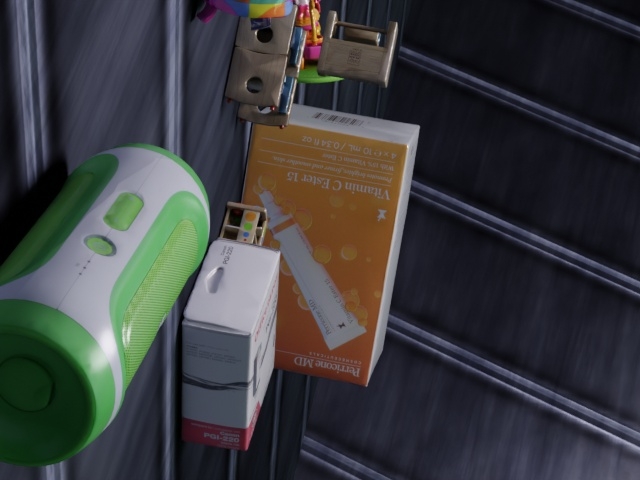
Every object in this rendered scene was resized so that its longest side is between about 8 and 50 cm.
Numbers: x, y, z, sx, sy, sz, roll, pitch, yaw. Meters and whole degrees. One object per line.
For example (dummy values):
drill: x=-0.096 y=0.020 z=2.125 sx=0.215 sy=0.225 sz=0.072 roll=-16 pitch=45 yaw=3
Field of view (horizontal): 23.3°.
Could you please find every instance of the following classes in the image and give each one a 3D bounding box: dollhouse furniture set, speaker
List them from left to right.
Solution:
speaker: x=-0.167 y=0.036 z=1.114 sx=0.296 sy=0.131 sz=0.131 roll=-68 pitch=167 yaw=-62
dollhouse furniture set: x=-0.007 y=-0.201 z=1.875 sx=0.129 sy=0.184 sz=0.128 roll=56 pitch=45 yaw=-81

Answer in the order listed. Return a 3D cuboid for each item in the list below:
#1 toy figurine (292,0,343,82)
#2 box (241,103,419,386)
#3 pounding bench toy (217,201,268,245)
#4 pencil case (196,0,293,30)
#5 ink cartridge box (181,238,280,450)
toy figurine: x=-0.016 y=-0.308 z=2.054 sx=0.173 sy=0.130 sz=0.159 roll=-120 pitch=-154 yaw=-65
box: x=0.000 y=0.000 z=2.152 sx=0.168 sy=0.215 sz=0.345 roll=-55 pitch=155 yaw=-74
pounding bench toy: x=-0.098 y=-0.005 z=1.998 sx=0.083 sy=0.052 sz=0.065 roll=88 pitch=13 yaw=-63
pencil case: x=-0.064 y=-0.333 z=1.551 sx=0.104 sy=0.104 sz=0.236 roll=-66 pitch=165 yaw=-65
ink cartridge box: x=-0.112 y=0.130 z=1.929 sx=0.158 sy=0.092 sz=0.217 roll=-73 pitch=169 yaw=-47
